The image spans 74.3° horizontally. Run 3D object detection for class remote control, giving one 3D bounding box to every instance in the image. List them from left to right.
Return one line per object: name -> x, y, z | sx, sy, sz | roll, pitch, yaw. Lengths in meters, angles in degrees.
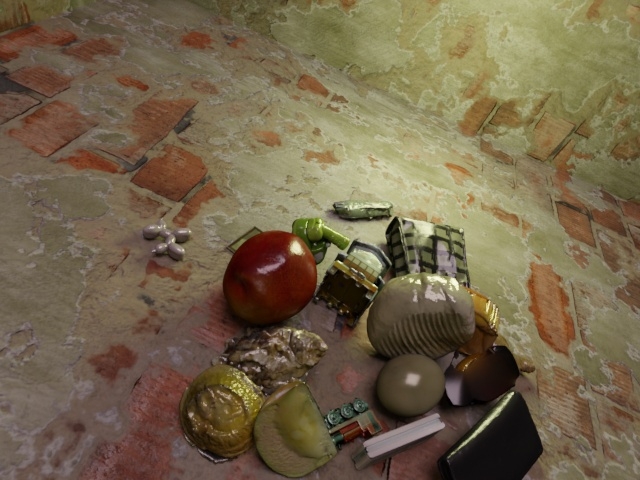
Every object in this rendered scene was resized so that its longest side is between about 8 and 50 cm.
remote control -> 0.228, 0.581, 1.233 | 0.277, 0.103, 0.056 | -7, 51, -28

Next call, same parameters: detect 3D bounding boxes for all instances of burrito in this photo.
burrito -> 0.200, -0.144, 1.924 | 0.308, 0.066, 0.096 | -2, 45, -25

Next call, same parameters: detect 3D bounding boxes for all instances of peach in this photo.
peach -> -0.163, 0.118, 1.353 | 0.308, 0.308, 0.332 | 44, 15, 19

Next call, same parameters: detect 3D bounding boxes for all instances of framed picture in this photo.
framed picture -> -0.217, 0.048, 1.608 | 0.231, 0.010, 0.173 | 37, 46, 13

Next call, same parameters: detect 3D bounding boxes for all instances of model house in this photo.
model house -> 0.119, 0.144, 1.509 | 0.198, 0.224, 0.215 | 32, 46, 9

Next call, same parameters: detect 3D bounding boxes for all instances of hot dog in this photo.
hot dog -> 0.524, 0.470, 1.457 | 0.325, 0.107, 0.194 | 0, 55, -21

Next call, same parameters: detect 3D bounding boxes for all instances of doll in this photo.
doll -> -0.545, -0.011, 1.491 | 0.159, 0.059, 0.161 | 13, 46, -13

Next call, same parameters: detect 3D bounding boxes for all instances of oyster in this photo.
oyster -> -0.152, 0.347, 1.271 | 0.350, 0.115, 0.238 | -8, 52, 1

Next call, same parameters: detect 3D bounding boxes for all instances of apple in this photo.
apple -> -0.083, 0.497, 1.128 | 0.193, 0.265, 0.120 | -24, 17, -6

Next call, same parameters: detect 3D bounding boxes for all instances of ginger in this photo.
ginger -> 0.693, 0.442, 1.584 | 0.213, 0.074, 0.137 | 43, 58, 12

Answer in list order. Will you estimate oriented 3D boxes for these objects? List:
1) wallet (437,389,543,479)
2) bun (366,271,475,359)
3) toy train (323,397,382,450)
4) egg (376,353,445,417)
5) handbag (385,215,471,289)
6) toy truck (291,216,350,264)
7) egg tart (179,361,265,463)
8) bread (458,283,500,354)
wallet -> 0.525, 0.651, 1.277 | 0.405, 0.062, 0.229 | -20, 89, -34
bun -> 0.327, 0.246, 1.414 | 0.364, 0.365, 0.219 | 14, 41, -11
toy train -> 0.085, 0.540, 1.237 | 0.175, 0.074, 0.118 | -12, 59, -33
egg -> 0.285, 0.448, 1.322 | 0.241, 0.186, 0.186 | -8, 53, -30
handbag -> 0.450, 0.076, 1.761 | 0.324, 0.163, 0.327 | 9, 52, -12
toy truck -> -0.020, -0.007, 1.585 | 0.187, 0.210, 0.148 | 47, 33, -27
egg tart -> -0.256, 0.451, 1.114 | 0.231, 0.098, 0.253 | -13, 76, -11
bread -> 0.520, 0.277, 1.578 | 0.288, 0.204, 0.156 | 25, 36, 10
